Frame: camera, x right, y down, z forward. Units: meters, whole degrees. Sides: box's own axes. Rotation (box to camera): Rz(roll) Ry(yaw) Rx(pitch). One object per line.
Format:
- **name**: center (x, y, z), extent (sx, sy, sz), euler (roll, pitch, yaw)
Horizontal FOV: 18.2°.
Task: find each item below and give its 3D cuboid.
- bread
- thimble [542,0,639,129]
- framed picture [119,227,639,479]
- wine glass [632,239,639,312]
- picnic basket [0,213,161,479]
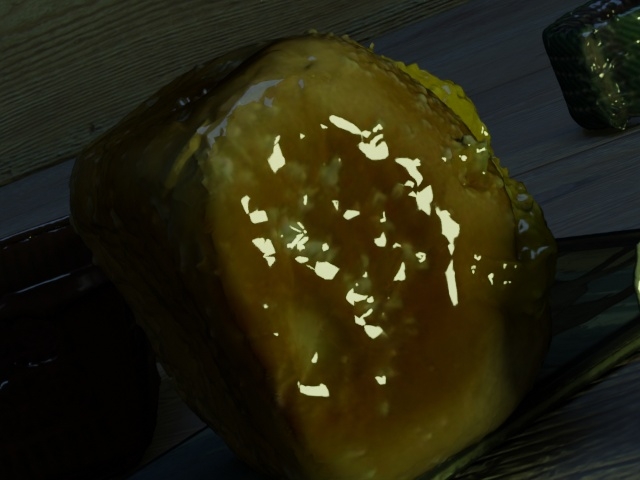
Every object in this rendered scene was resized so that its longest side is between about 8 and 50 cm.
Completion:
- **bread**: center (0.000, 0.000, 0.930), extent (0.176, 0.195, 0.246), euler (-31, 12, -14)
- **thimble**: center (0.239, -0.145, 1.545), extent (0.118, 0.090, 0.135), euler (-24, 10, 3)
- **framed picture**: center (0.060, 0.069, 1.038), extent (0.347, 0.016, 0.265), euler (-30, 12, -30)
- **wine glass**: center (0.220, 0.004, 0.734), extent (0.183, 0.122, 0.122), euler (-9, 17, 45)
- **picnic basket**: center (-0.185, 0.076, 1.234), extent (0.222, 0.129, 0.297), euler (-22, 10, 1)
